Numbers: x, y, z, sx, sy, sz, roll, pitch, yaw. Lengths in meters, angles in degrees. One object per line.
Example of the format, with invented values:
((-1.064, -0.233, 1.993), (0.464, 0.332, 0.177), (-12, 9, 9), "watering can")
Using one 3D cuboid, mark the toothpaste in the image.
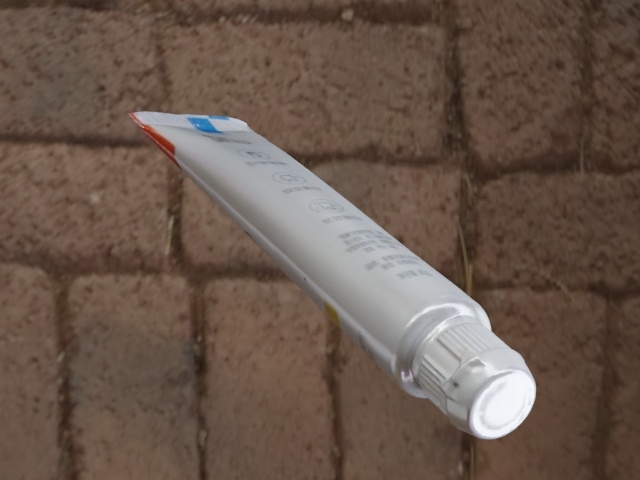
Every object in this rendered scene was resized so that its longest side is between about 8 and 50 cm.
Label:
((0.000, 0.000, 0.444), (0.048, 0.190, 0.031), (0, 116, -33), "toothpaste")
